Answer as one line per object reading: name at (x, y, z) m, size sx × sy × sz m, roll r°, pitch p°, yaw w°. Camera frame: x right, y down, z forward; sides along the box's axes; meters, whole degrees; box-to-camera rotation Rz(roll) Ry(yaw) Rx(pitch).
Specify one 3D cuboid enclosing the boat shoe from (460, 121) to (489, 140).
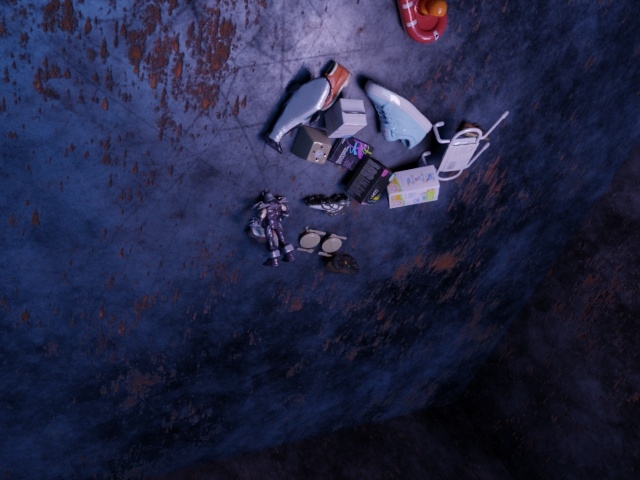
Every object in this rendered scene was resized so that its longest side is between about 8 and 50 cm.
boat shoe at (0.658, -0.458, 1.893) m, size 0.177 × 0.064 × 0.060 m, roll 2°, pitch 105°, yaw -37°

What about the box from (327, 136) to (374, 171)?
box at (0.115, -0.330, 1.704) m, size 0.162 × 0.029 × 0.116 m, roll 14°, pitch 117°, yaw -37°

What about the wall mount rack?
wall mount rack at (0.575, -0.381, 1.779) m, size 0.303 × 0.131 × 0.350 m, roll -7°, pitch 157°, yaw -5°

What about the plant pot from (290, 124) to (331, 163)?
plant pot at (-0.023, -0.328, 1.578) m, size 0.108 × 0.096 × 0.109 m, roll 6°, pitch 122°, yaw -33°

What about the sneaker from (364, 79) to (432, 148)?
sneaker at (0.267, -0.437, 1.631) m, size 0.365 × 0.135 × 0.150 m, roll 23°, pitch 107°, yaw -40°

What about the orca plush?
orca plush at (-0.058, -0.412, 1.489) m, size 0.287 × 0.151 × 0.102 m, roll -58°, pitch 162°, yaw 17°

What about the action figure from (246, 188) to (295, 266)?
action figure at (-0.181, -0.050, 1.674) m, size 0.185 × 0.099 × 0.285 m, roll -17°, pitch 104°, yaw -34°

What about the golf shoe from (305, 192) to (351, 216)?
golf shoe at (0.028, -0.131, 1.783) m, size 0.198 × 0.077 × 0.094 m, roll -4°, pitch 127°, yaw -27°

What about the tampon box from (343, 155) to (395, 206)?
tampon box at (0.193, -0.228, 1.755) m, size 0.161 × 0.101 × 0.120 m, roll -55°, pitch 155°, yaw 18°

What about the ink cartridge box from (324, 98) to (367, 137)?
ink cartridge box at (0.088, -0.416, 1.524) m, size 0.092 × 0.143 × 0.090 m, roll -6°, pitch 83°, yaw -26°

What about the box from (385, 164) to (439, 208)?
box at (0.368, -0.217, 1.828) m, size 0.203 × 0.103 × 0.114 m, roll -10°, pitch 154°, yaw 5°

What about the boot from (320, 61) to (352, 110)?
boot at (0.029, -0.511, 1.491) m, size 0.084 × 0.059 × 0.158 m, roll 28°, pitch 100°, yaw -39°

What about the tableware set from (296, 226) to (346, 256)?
tableware set at (0.000, 0.000, 1.901) m, size 0.194 × 0.039 × 0.128 m, roll 12°, pitch 130°, yaw -30°

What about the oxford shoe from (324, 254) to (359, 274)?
oxford shoe at (0.096, 0.115, 2.035) m, size 0.096 × 0.083 × 0.227 m, roll -22°, pitch 154°, yaw 33°

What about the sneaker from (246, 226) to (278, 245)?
sneaker at (-0.225, -0.015, 1.756) m, size 0.064 × 0.061 × 0.158 m, roll -26°, pitch 141°, yaw 30°

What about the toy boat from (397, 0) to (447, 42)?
toy boat at (0.340, -0.738, 1.417) m, size 0.151 × 0.151 × 0.231 m, roll -33°, pitch 135°, yaw -2°
